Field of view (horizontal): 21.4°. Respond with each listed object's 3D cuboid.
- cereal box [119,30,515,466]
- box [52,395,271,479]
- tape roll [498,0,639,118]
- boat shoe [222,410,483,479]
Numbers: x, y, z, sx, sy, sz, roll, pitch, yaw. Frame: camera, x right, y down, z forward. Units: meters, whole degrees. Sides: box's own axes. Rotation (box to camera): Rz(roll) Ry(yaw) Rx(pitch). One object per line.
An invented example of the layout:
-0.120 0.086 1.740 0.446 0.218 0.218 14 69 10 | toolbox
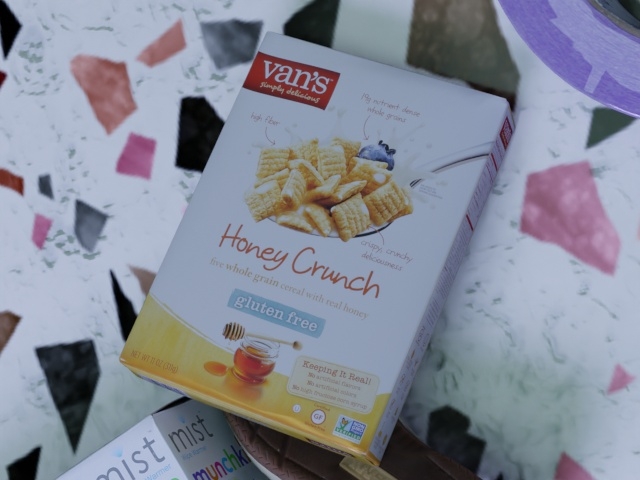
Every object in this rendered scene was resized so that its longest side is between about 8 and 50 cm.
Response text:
0.000 0.000 1.062 0.173 0.047 0.240 18 77 19 | cereal box
-0.122 0.262 1.137 0.262 0.127 0.231 -34 84 21 | box
0.232 -0.202 0.980 0.275 0.090 0.274 1 94 21 | tape roll
0.026 0.149 1.085 0.095 0.095 0.257 -41 54 -9 | boat shoe
